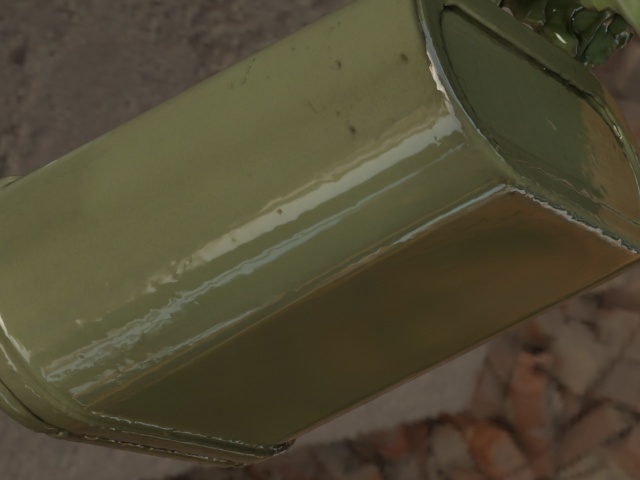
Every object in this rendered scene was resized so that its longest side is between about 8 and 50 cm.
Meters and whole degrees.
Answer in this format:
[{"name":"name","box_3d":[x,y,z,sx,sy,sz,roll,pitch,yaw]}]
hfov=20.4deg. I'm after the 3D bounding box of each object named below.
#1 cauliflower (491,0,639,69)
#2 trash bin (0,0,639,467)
[{"name":"cauliflower","box_3d":[0.140,-0.162,0.854,0.327,0.260,0.281,54,38,-55]},{"name":"trash bin","box_3d":[0.000,0.000,0.789,0.243,0.247,0.121,22,47,-56]}]
